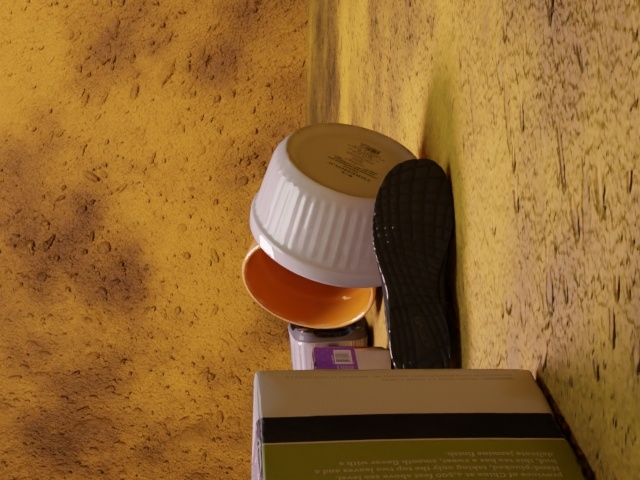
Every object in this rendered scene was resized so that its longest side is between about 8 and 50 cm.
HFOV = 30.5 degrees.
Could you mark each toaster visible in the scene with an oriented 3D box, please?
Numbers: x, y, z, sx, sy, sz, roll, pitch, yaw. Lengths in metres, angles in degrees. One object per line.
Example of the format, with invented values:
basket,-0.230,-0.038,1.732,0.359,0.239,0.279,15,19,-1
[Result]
toaster,0.012,0.196,1.952,0.227,0.129,0.146,-122,30,-78

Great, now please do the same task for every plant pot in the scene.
plant pot,0.000,0.000,1.814,0.205,0.205,0.188,95,-172,-48

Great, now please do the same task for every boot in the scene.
boot,0.096,0.048,1.269,0.161,0.083,0.246,86,-175,-76

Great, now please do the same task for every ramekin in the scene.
ramekin,0.027,-0.049,1.359,0.207,0.207,0.109,-97,17,-55

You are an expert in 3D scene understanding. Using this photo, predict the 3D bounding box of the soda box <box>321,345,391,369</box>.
soda box,0.050,0.294,1.660,0.091,0.098,0.286,141,130,-87

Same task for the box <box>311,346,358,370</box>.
box,0.021,0.282,1.357,0.293,0.057,0.201,-99,10,-64

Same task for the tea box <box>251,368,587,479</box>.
tea box,0.061,0.301,0.800,0.323,0.220,0.329,-99,10,-68
